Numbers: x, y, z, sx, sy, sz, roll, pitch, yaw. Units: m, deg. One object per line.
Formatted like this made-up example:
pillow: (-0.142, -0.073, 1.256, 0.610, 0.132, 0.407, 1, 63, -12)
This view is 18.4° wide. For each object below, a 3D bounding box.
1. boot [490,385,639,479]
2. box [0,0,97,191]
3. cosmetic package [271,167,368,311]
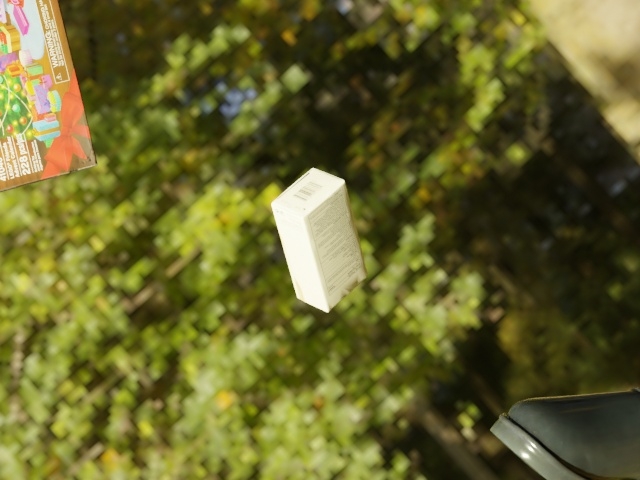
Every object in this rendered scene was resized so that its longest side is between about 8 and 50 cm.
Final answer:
boot: (0.261, 0.107, 1.549, 0.246, 0.094, 0.207, 23, -77, -47)
box: (-0.336, -0.185, 1.830, 0.201, 0.293, 0.057, -18, 9, -31)
cosmetic package: (0.000, 0.000, 1.755, 0.060, 0.041, 0.115, -40, -44, -30)
